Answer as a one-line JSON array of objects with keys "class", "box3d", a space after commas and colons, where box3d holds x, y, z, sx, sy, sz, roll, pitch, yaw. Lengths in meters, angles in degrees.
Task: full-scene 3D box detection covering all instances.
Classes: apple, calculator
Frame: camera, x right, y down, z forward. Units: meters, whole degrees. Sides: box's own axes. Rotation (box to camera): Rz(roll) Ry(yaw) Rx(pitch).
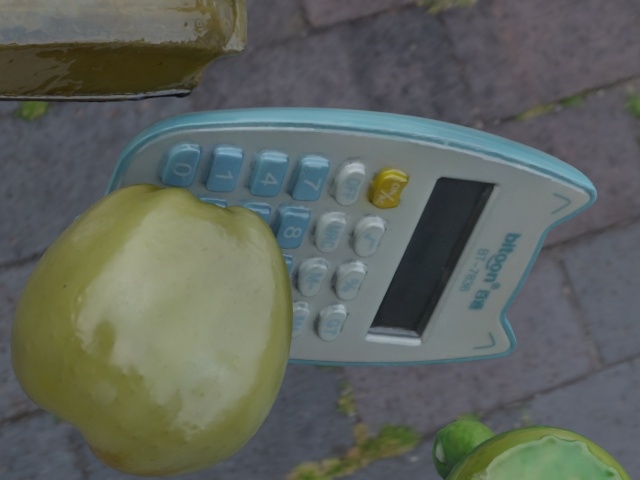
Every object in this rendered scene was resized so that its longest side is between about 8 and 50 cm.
[{"class": "apple", "box3d": [-0.110, 0.059, 1.160, 0.200, 0.200, 0.200, 5, 77, -20]}, {"class": "calculator", "box3d": [0.000, 0.000, 1.341, 0.386, 0.256, 0.054, 3, 45, -20]}]

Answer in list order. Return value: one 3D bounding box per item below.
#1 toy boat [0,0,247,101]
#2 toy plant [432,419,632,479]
[{"class": "toy boat", "box3d": [-0.181, -0.161, 1.148, 0.321, 0.089, 0.121, -6, 71, -45]}, {"class": "toy plant", "box3d": [0.180, 0.269, 1.598, 0.184, 0.316, 0.224, -21, 86, -7]}]
